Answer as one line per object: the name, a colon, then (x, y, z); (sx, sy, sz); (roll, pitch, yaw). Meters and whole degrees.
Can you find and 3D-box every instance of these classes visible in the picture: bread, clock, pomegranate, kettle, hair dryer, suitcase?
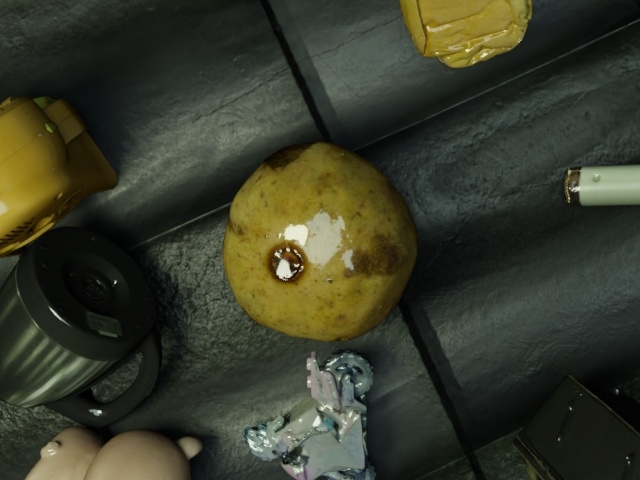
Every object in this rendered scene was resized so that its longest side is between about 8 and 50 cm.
bread: (0.188, -0.362, 1.339); (0.179, 0.133, 0.250); (-11, 138, 19)
clock: (-0.436, -0.083, 1.355); (0.244, 0.317, 0.200); (-38, 98, 5)
pomegranate: (0.000, 0.000, 1.368); (0.281, 0.281, 0.281); (0, 95, 3)
kettle: (-0.381, 0.143, 1.447); (0.271, 0.251, 0.207); (-43, 54, 28)
hair dryer: (0.505, -0.079, 1.388); (0.362, 0.203, 0.128); (-1, 71, 23)
suitcase: (0.447, 0.356, 1.287); (0.283, 0.434, 0.194); (35, 97, -20)

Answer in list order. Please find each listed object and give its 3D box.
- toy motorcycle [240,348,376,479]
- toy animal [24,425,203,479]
toy motorcycle: (-0.020, 0.274, 1.463); (0.204, 0.108, 0.239); (0, 94, 3)
toy animal: (-0.312, 0.361, 1.445); (0.221, 0.210, 0.229); (32, 132, -5)
